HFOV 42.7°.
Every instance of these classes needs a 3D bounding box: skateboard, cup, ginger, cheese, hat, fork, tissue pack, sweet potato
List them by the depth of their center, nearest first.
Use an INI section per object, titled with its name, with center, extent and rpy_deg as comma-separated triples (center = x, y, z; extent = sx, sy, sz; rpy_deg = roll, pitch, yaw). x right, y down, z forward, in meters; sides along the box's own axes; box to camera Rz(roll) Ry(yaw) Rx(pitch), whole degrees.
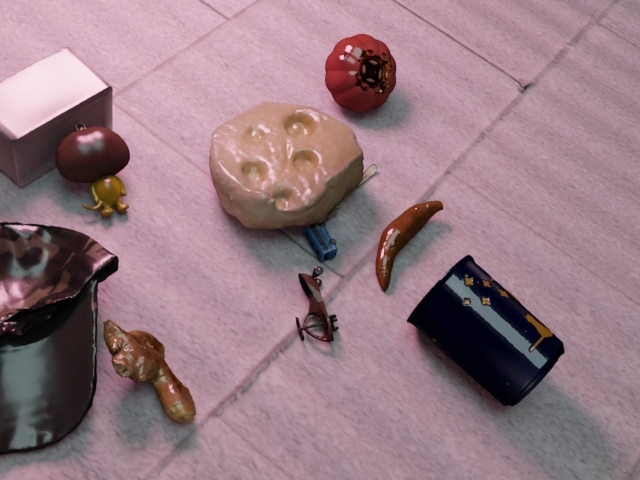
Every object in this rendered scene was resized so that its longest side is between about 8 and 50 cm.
[hat]
center = -0.543, 0.157, 1.413
extent = 0.367, 0.257, 0.381
rpy_deg = 4, 90, -29
[ginger]
center = -0.298, 0.231, 1.419
extent = 0.059, 0.133, 0.214
rpy_deg = -38, 74, 13
[cup]
center = 0.345, 0.153, 1.578
extent = 0.256, 0.178, 0.255
rpy_deg = 42, 59, 14
[skateboard]
center = -0.015, 0.130, 1.585
extent = 0.080, 0.067, 0.151
rpy_deg = -14, 64, -11
[tissue pack]
center = -0.558, -0.250, 1.658
extent = 0.136, 0.159, 0.246
rpy_deg = 41, 56, 13
[cheese]
center = -0.071, -0.158, 1.711
extent = 0.327, 0.115, 0.317
rpy_deg = 1, 51, -2
[sweet potato]
center = 0.170, -0.008, 1.721
extent = 0.078, 0.058, 0.255
rpy_deg = 43, 60, -8
[fork]
center = 0.061, -0.104, 1.778
extent = 0.034, 0.028, 0.219
rpy_deg = 36, 56, 16

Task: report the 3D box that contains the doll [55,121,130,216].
[doll]
center = -0.454, -0.141, 1.634
extent = 0.145, 0.096, 0.188
rpy_deg = 3, 85, -21

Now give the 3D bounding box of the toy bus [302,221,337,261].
[toy bus]
center = 0.000, 0.000, 1.686
extent = 0.046, 0.038, 0.083
rpy_deg = -21, 63, -21

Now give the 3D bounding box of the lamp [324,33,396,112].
[lamp]
center = 0.090, -0.389, 1.908
extent = 0.182, 0.140, 0.181
rpy_deg = -5, 101, -29
